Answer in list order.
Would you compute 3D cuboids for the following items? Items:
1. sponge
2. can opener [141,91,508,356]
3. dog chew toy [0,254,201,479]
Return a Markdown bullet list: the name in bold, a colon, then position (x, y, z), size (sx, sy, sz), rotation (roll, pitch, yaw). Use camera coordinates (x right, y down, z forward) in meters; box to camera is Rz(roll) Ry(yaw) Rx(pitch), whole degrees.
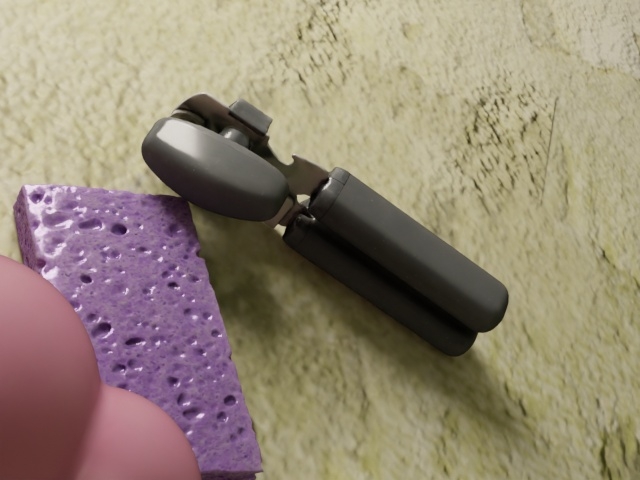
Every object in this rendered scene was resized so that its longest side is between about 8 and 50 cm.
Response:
- **sponge**: position (-0.116, 0.057, 0.687), size (0.117, 0.031, 0.210), rotation (4, 51, -33)
- **can opener**: position (0.000, 0.000, 0.788), size (0.283, 0.076, 0.095), rotation (35, 45, -6)
- **dog chew toy**: position (-0.197, 0.077, 0.498), size (0.332, 0.206, 0.206), rotation (34, 41, -16)
